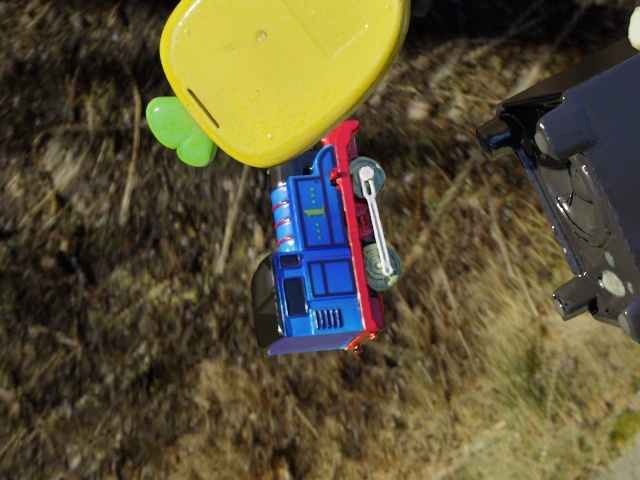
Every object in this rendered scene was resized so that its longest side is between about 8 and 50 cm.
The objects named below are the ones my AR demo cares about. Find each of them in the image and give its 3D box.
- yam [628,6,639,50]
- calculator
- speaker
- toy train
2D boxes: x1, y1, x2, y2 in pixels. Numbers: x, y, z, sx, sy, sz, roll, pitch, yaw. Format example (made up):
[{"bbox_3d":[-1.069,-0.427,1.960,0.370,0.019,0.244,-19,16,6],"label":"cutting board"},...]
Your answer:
[{"bbox_3d":[0.154,-0.062,0.463,0.116,0.021,0.021,10,104,-31],"label":"yam"},{"bbox_3d":[-0.037,-0.136,0.967,0.235,0.032,0.146,-39,90,25],"label":"calculator"},{"bbox_3d":[0.303,-0.067,1.140,0.254,0.184,0.232,-27,96,-9],"label":"speaker"},{"bbox_3d":[0.000,0.000,1.221,0.131,0.083,0.204,-4,73,-14],"label":"toy train"}]
